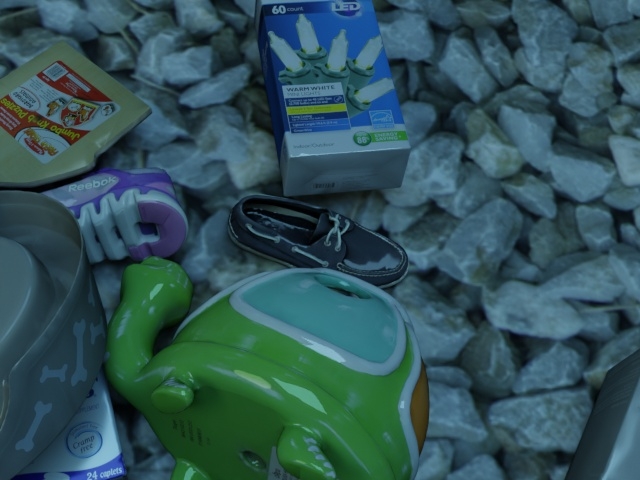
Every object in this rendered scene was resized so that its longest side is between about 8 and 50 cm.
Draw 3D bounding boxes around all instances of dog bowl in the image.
[{"bbox_3d":[-0.348,0.104,0.895,0.348,0.102,0.349,-15,36,12],"label":"dog bowl"}]

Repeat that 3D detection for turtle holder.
[{"bbox_3d":[-0.047,0.142,0.964,0.320,0.243,0.227,3,42,36],"label":"turtle holder"}]

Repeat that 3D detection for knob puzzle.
[{"bbox_3d":[-0.306,-0.120,1.105,0.213,0.030,0.213,-4,54,5],"label":"knob puzzle"}]

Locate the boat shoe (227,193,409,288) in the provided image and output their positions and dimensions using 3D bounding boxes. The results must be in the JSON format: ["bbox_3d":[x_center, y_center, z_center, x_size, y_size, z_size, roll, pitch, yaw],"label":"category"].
[{"bbox_3d":[0.000,0.000,1.095,0.206,0.065,0.075,16,66,-1],"label":"boat shoe"}]

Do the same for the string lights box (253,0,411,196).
[{"bbox_3d":[0.007,-0.179,1.143,0.133,0.077,0.260,-5,59,-10],"label":"string lights box"}]

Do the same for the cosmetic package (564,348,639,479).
[{"bbox_3d":[0.312,0.232,1.010,0.107,0.127,0.238,25,68,2],"label":"cosmetic package"}]

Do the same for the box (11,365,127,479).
[{"bbox_3d":[-0.261,0.184,0.978,0.126,0.072,0.137,-13,70,-14],"label":"box"}]

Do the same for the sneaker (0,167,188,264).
[{"bbox_3d":[-0.252,-0.027,1.062,0.236,0.095,0.104,-7,40,4],"label":"sneaker"}]
